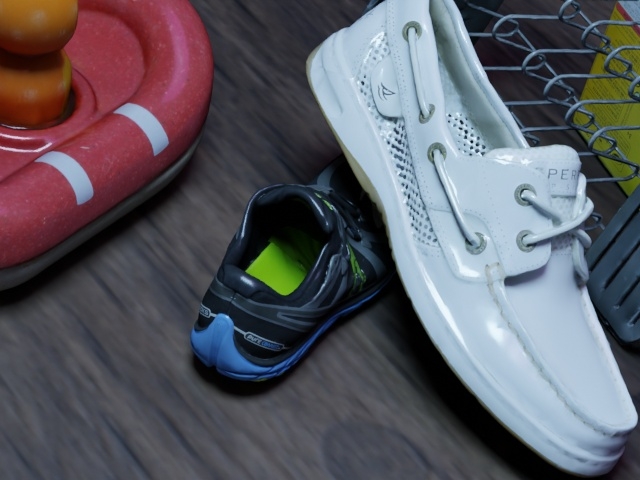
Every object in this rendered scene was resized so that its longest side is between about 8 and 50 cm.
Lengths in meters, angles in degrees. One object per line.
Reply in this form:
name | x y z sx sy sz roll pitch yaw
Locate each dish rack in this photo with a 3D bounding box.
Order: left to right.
dish rack | 0.139 -0.086 0.944 0.074 0.208 0.271 3 40 -41

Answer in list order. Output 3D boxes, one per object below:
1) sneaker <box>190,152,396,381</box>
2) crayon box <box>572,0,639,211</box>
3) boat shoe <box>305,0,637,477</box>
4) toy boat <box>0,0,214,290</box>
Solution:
sneaker | 0.000 0.000 0.890 0.067 0.078 0.188 27 39 15
crayon box | 0.260 -0.048 0.959 0.081 0.165 0.278 -8 46 -25
boat shoe | 0.091 -0.015 0.874 0.098 0.096 0.277 0 55 -56
toy boat | -0.152 -0.089 0.888 0.151 0.151 0.231 32 43 18
